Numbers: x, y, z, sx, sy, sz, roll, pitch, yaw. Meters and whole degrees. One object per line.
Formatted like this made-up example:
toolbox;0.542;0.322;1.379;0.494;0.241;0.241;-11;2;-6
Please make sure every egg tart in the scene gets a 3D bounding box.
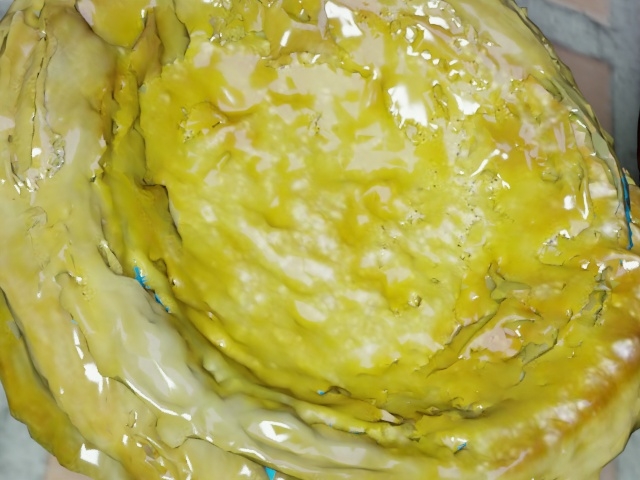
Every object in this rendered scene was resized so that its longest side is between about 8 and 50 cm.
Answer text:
egg tart;0.000;0.000;0.713;0.291;0.107;0.291;11;58;-18

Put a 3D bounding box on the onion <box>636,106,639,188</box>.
onion;0.283;-0.019;0.763;0.341;0.341;0.341;14;57;-22
